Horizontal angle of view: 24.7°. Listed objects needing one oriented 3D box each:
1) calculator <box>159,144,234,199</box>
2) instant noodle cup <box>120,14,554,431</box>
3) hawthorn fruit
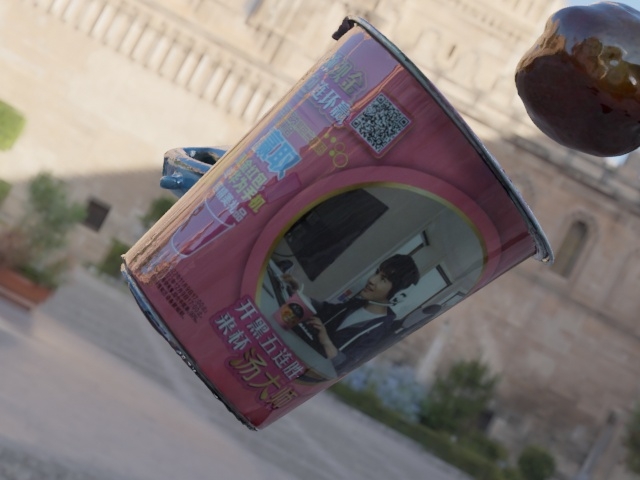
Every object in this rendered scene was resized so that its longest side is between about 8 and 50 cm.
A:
[{"bbox_3d":[-0.026,-0.066,1.485,0.293,0.051,0.173,-5,16,-27],"label":"calculator"},{"bbox_3d":[0.000,0.000,1.064,0.244,0.255,0.244,52,-1,1],"label":"instant noodle cup"},{"bbox_3d":[0.386,-0.195,1.942,0.248,0.208,0.208,52,8,30],"label":"hawthorn fruit"}]
